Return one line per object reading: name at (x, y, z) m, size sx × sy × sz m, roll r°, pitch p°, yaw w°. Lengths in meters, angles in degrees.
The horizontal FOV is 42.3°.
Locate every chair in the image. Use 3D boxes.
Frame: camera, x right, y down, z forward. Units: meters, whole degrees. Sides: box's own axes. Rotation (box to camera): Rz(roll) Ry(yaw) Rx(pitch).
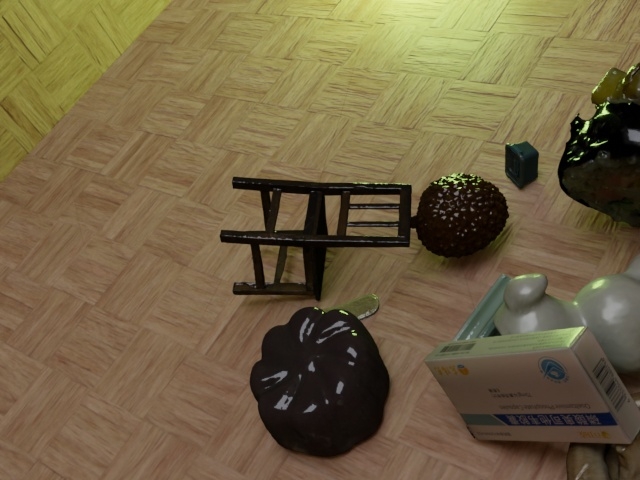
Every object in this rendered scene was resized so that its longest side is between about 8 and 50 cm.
chair at (0.000, 0.000, 1.929) m, size 0.416 × 0.240 × 0.203 m, roll 3°, pitch 51°, yaw 6°

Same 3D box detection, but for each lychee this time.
lychee at (0.296, -0.056, 1.840) m, size 0.238 × 0.200 × 0.200 m, roll -6°, pitch 49°, yaw 17°

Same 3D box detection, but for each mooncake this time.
mooncake at (-0.007, 0.286, 1.721) m, size 0.306 × 0.154 × 0.306 m, roll -17°, pitch 44°, yaw 17°

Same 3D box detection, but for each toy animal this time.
toy animal at (0.506, 0.131, 1.508) m, size 0.368 × 0.241 × 0.196 m, roll -21°, pitch 24°, yaw 4°

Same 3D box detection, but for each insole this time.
insole at (0.018, 0.181, 1.898) m, size 0.248 × 0.011 × 0.081 m, roll -22°, pitch 44°, yaw 9°

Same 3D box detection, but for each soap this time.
soap at (0.344, 0.178, 1.650) m, size 0.066 × 0.119 × 0.198 m, roll 25°, pitch 66°, yaw 40°

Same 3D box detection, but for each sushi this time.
sushi at (0.664, -0.200, 1.651) m, size 0.329 × 0.328 × 0.285 m, roll -22°, pitch 48°, yaw 64°

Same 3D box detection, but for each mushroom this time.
mushroom at (0.508, 0.347, 1.404) m, size 0.286 × 0.156 × 0.151 m, roll -34°, pitch 32°, yaw -18°

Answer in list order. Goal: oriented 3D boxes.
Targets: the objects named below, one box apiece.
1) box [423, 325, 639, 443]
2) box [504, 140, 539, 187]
box at (0.354, 0.254, 1.420) m, size 0.065 × 0.200 × 0.343 m, roll -43°, pitch 15°, yaw -33°
box at (0.470, -0.180, 1.924) m, size 0.054 × 0.099 × 0.074 m, roll -19°, pitch 43°, yaw -9°
